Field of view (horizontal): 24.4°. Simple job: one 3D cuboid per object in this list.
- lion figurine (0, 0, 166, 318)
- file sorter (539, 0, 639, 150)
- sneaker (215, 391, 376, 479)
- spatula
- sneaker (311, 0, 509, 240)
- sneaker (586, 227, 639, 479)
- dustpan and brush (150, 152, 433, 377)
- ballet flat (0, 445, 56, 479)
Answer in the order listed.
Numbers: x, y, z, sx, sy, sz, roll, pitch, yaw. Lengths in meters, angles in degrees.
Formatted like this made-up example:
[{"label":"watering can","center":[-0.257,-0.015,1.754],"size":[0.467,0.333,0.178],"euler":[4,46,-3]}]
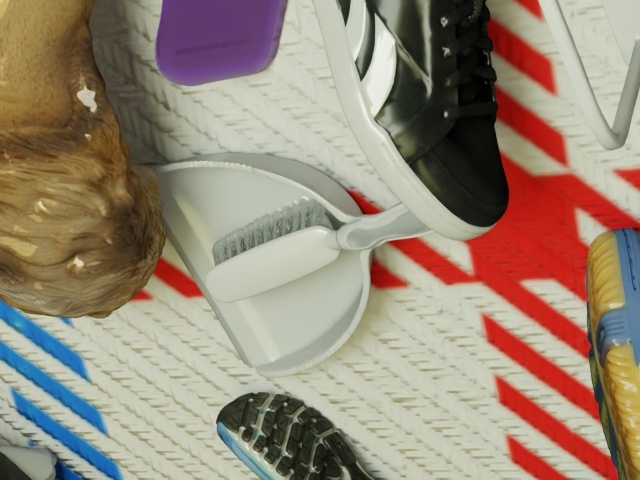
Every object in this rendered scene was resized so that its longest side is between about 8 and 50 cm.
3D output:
[{"label":"lion figurine","center":[-0.158,-0.148,0.755],"size":[0.240,0.142,0.392],"euler":[23,120,3]},{"label":"file sorter","center":[0.212,-0.172,0.579],"size":[0.278,0.173,0.193],"euler":[-16,110,25]},{"label":"sneaker","center":[-0.006,0.163,0.911],"size":[0.162,0.063,0.073],"euler":[43,126,-5]},{"label":"spatula","center":[-0.047,-0.217,0.725],"size":[0.030,0.084,0.296],"euler":[25,122,44]},{"label":"sneaker","center":[0.062,-0.115,0.693],"size":[0.121,0.079,0.217],"euler":[-26,88,36]},{"label":"sneaker","center":[0.220,0.123,0.732],"size":[0.131,0.112,0.296],"euler":[-17,68,4]},{"label":"dustpan and brush","center":[0.000,0.000,0.821],"size":[0.211,0.060,0.147],"euler":[-22,108,28]},{"label":"ballet flat","center":[-0.186,0.201,0.976],"size":[0.280,0.096,0.095],"euler":[41,123,-4]}]
